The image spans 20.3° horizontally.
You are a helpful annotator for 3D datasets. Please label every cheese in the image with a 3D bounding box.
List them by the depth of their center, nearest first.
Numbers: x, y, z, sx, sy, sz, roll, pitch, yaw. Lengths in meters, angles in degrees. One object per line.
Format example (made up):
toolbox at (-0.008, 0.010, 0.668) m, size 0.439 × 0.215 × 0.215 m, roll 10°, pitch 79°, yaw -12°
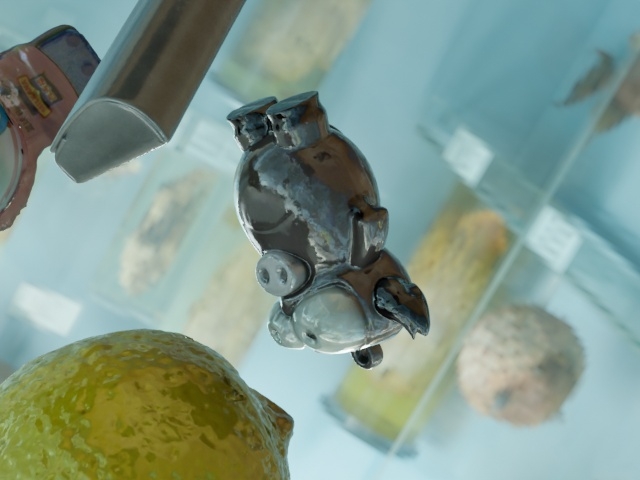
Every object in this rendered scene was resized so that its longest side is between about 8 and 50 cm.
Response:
cheese at (-0.306, -0.096, 1.554) m, size 0.286 × 0.074 × 0.189 m, roll -32°, pitch -96°, yaw -28°

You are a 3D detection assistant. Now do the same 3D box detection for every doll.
doll at (0.001, -0.002, 1.571) m, size 0.117 × 0.257 × 0.182 m, roll -23°, pitch -166°, yaw -36°

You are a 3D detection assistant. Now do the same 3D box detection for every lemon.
lemon at (-0.190, 0.242, 1.669) m, size 0.336 × 0.336 × 0.336 m, roll 28°, pitch -166°, yaw -8°

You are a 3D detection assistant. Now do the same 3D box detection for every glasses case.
glasses case at (-0.078, -0.113, 0.930) m, size 0.042 × 0.072 × 0.191 m, roll 41°, pitch -132°, yaw -20°
